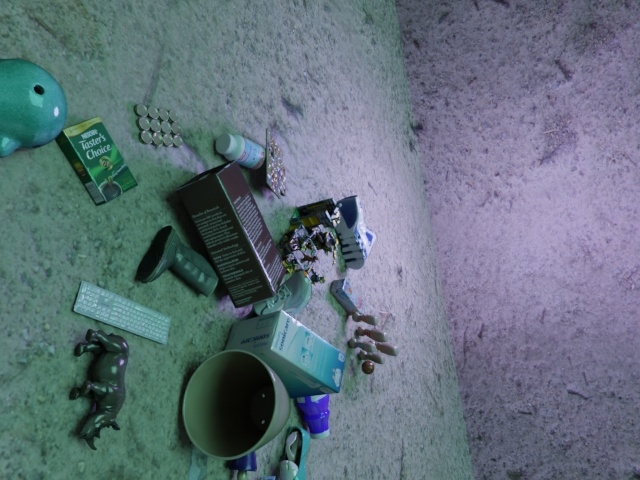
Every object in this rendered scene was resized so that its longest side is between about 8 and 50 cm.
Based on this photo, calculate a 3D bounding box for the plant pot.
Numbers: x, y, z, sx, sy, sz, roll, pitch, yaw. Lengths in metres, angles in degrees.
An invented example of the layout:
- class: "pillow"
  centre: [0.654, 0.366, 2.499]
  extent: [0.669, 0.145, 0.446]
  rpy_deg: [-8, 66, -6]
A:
- class: "plant pot"
  centre: [-0.184, 0.443, 1.291]
  extent: [0.274, 0.256, 0.257]
  rpy_deg: [50, 38, -62]

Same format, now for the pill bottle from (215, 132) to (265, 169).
- class: "pill bottle"
  centre: [-0.257, -0.289, 1.546]
  extent: [0.160, 0.087, 0.087]
  rpy_deg: [13, 68, -56]

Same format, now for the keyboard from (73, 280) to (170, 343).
- class: "keyboard"
  centre: [-0.456, 0.174, 1.128]
  extent: [0.256, 0.014, 0.072]
  rpy_deg: [40, 48, -47]

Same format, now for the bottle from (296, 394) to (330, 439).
- class: "bottle"
  centre: [-0.027, 0.523, 1.633]
  extent: [0.118, 0.092, 0.283]
  rpy_deg: [-9, 88, -53]

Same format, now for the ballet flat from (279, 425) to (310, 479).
- class: "ballet flat"
  centre: [-0.089, 0.678, 1.472]
  extent: [0.087, 0.083, 0.247]
  rpy_deg: [54, 23, -24]

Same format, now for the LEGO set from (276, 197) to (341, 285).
- class: "LEGO set"
  centre: [0.000, 0.000, 1.763]
  extent: [0.255, 0.192, 0.331]
  rpy_deg: [65, 33, -21]

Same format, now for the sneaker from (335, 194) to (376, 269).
- class: "sneaker"
  centre: [0.156, -0.044, 2.122]
  extent: [0.182, 0.127, 0.316]
  rpy_deg: [-29, 112, -62]

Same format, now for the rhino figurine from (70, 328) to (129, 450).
- class: "rhino figurine"
  centre: [-0.461, 0.313, 1.016]
  extent: [0.106, 0.073, 0.244]
  rpy_deg: [19, 65, -52]

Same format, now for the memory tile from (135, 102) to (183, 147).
- class: "memory tile"
  centre: [-0.442, -0.313, 1.322]
  extent: [0.148, 0.012, 0.113]
  rpy_deg: [-9, 87, -60]

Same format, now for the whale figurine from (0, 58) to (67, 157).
- class: "whale figurine"
  centre: [-0.613, -0.267, 0.900]
  extent: [0.272, 0.141, 0.216]
  rpy_deg: [-9, 87, -59]

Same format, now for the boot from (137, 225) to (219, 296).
- class: "boot"
  centre: [-0.365, 0.086, 1.267]
  extent: [0.209, 0.076, 0.190]
  rpy_deg: [59, 37, -40]

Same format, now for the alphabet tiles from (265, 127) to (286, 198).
- class: "alphabet tiles"
  centre: [-0.155, -0.250, 1.690]
  extent: [0.237, 0.009, 0.198]
  rpy_deg: [53, 33, -71]

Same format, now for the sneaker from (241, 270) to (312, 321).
- class: "sneaker"
  centre: [-0.134, 0.191, 1.443]
  extent: [0.121, 0.262, 0.099]
  rpy_deg: [18, 29, -46]

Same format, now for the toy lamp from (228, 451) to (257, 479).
- class: "toy lamp"
  centre: [-0.217, 0.689, 1.278]
  extent: [0.080, 0.080, 0.275]
  rpy_deg: [36, 49, -48]

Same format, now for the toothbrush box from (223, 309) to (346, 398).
- class: "toothbrush box"
  centre: [-0.104, 0.344, 1.411]
  extent: [0.295, 0.216, 0.126]
  rpy_deg: [39, 47, -32]

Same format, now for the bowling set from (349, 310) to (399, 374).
- class: "bowling set"
  centre: [0.184, 0.442, 1.997]
  extent: [0.200, 0.154, 0.287]
  rpy_deg: [-52, 127, -30]

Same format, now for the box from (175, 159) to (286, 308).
- class: "box"
  centre: [-0.243, -0.019, 1.381]
  extent: [0.191, 0.143, 0.382]
  rpy_deg: [-72, 143, -69]

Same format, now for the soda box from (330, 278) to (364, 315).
- class: "soda box"
  centre: [0.113, 0.238, 1.991]
  extent: [0.183, 0.062, 0.058]
  rpy_deg: [53, 39, -36]

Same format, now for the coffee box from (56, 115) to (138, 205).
- class: "coffee box"
  centre: [-0.520, -0.186, 1.122]
  extent: [0.113, 0.040, 0.184]
  rpy_deg: [-50, 122, -53]

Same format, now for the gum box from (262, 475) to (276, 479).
- class: "gum box"
  centre: [-0.143, 0.785, 1.329]
  extent: [0.184, 0.041, 0.157]
  rpy_deg: [-72, 151, -64]
